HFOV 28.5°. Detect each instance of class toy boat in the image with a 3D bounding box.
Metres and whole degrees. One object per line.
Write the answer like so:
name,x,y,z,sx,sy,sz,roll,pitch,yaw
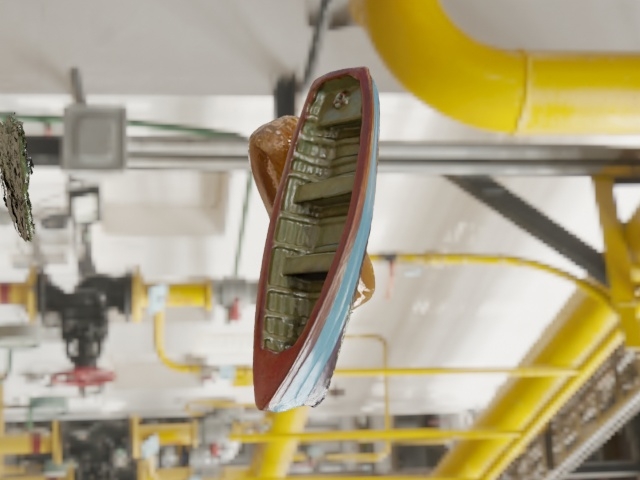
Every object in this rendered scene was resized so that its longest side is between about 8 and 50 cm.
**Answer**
toy boat,0.000,0.000,1.348,0.136,0.079,0.392,-8,-116,45

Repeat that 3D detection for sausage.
sausage,-0.012,-0.030,1.608,0.105,0.105,0.274,-114,-178,-71

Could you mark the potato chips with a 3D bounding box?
potato chips,-0.353,-0.108,1.404,0.202,0.029,0.220,104,-33,-53
